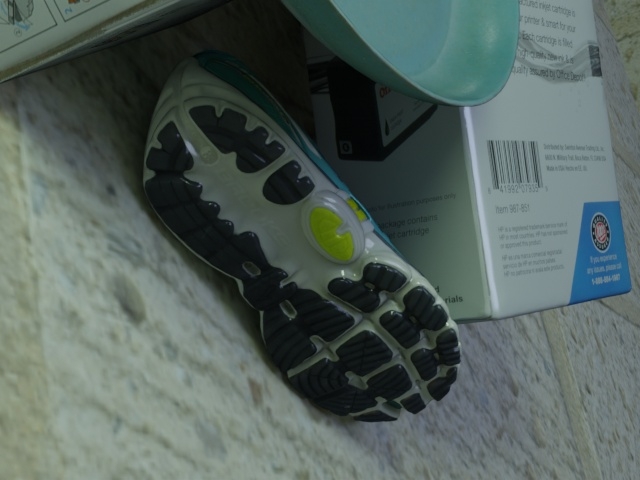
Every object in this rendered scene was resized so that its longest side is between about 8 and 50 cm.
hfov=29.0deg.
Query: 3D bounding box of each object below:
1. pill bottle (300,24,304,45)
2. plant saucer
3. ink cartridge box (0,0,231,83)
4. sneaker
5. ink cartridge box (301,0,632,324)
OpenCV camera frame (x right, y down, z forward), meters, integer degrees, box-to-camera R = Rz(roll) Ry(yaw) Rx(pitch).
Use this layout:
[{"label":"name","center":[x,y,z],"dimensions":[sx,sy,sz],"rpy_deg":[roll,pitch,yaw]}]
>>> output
[{"label":"pill bottle","center":[0.023,-0.184,0.968],"dimensions":[0.067,0.067,0.120],"rpy_deg":[59,28,-22]},{"label":"plant saucer","center":[0.012,-0.213,0.642],"dimensions":[0.317,0.043,0.318],"rpy_deg":[35,46,-46]},{"label":"ink cartridge box","center":[-0.121,-0.265,0.639],"dimensions":[0.309,0.130,0.272],"rpy_deg":[66,25,-8]},{"label":"sneaker","center":[0.000,0.000,0.735],"dimensions":[0.275,0.107,0.110],"rpy_deg":[55,18,-30]},{"label":"ink cartridge box","center":[0.105,-0.099,0.887],"dimensions":[0.223,0.129,0.308],"rpy_deg":[-4,86,-53]}]
